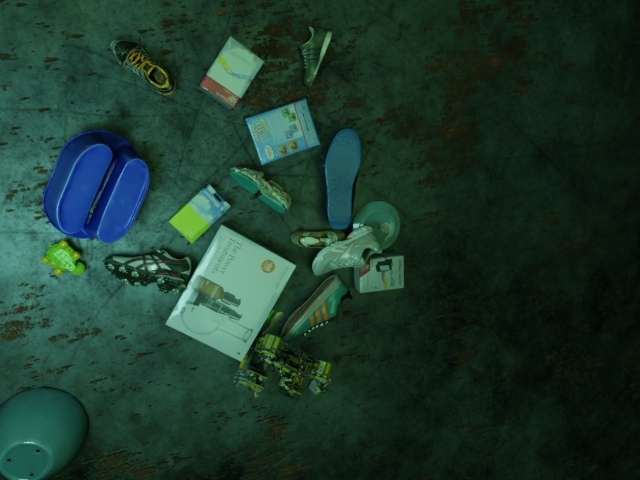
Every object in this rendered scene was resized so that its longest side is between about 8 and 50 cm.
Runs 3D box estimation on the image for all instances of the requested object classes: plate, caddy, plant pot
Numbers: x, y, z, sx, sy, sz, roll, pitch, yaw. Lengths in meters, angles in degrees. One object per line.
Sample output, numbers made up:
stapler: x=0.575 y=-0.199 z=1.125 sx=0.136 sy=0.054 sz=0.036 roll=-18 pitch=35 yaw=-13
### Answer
plate: x=0.210 y=-0.051 z=1.880 sx=0.188 sy=0.024 sz=0.188 roll=-3 pitch=101 yaw=-15
caddy: x=-0.664 y=-0.155 z=1.527 sx=0.241 sy=0.179 sz=0.341 roll=22 pitch=94 yaw=-43
plant pot: x=-0.895 y=0.637 z=1.604 sx=0.290 sy=0.195 sz=0.290 roll=-3 pitch=102 yaw=-15

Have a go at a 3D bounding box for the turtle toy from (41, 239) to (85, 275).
turtle toy: x=-0.786 y=0.059 z=1.588 sx=0.095 sy=0.066 sz=0.130 roll=-42 pitch=110 yaw=-5

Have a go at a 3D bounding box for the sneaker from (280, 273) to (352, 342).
sneaker: x=-0.008 y=0.267 z=1.835 sx=0.302 sy=0.108 sz=0.121 roll=-45 pitch=105 yaw=-5

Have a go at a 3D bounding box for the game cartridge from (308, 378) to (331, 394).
game cartridge: x=-0.004 y=0.537 z=1.940 sx=0.083 sy=0.017 sz=0.056 roll=-42 pitch=113 yaw=-5

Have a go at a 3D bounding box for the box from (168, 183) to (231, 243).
box: x=-0.395 y=-0.089 z=1.684 sx=0.178 sy=0.042 sz=0.109 roll=-44 pitch=110 yaw=-4

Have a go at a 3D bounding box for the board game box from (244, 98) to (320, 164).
board game box: x=-0.125 y=-0.361 z=1.711 sx=0.212 sy=0.039 sz=0.160 roll=-22 pitch=106 yaw=-12

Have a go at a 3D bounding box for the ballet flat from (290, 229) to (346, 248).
ballet flat: x=0.000 y=0.000 z=1.805 sx=0.206 sy=0.067 sz=0.073 roll=-3 pitch=101 yaw=-16

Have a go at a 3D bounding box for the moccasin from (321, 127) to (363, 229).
moccasin: x=0.058 y=-0.213 z=1.759 sx=0.138 sy=0.117 sz=0.342 roll=9 pitch=103 yaw=-5

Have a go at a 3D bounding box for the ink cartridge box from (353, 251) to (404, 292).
ink cartridge box: x=0.215 y=0.115 z=1.888 sx=0.175 sy=0.072 sz=0.127 roll=-6 pitch=102 yaw=-15

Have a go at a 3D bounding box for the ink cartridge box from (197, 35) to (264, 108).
ink cartridge box: x=-0.278 y=-0.513 z=1.588 sx=0.127 sy=0.128 sz=0.176 roll=32 pitch=91 yaw=-20

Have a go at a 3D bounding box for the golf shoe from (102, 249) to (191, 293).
golf shoe: x=-0.554 y=0.087 z=1.656 sx=0.273 sy=0.105 sz=0.120 roll=15 pitch=53 yaw=-3

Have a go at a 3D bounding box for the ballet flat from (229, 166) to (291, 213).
ballet flat: x=-0.195 y=-0.181 z=1.716 sx=0.241 sy=0.091 sz=0.077 roll=38 pitch=59 yaw=-24

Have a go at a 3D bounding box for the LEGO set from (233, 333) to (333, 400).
LEGO set: x=-0.136 y=0.467 z=1.759 sx=0.331 sy=0.255 sz=0.192 roll=36 pitch=62 yaw=-31

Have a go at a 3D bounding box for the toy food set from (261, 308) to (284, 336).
toy food set: x=-0.230 y=0.250 z=1.803 sx=0.192 sy=0.038 sz=0.132 roll=41 pitch=88 yaw=-19

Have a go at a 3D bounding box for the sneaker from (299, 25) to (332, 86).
sneaker: x=-0.034 y=-0.608 z=1.680 sx=0.086 sy=0.064 sz=0.192 roll=21 pitch=94 yaw=-12

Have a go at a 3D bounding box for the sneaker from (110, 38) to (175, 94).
sneaker: x=-0.527 y=-0.525 z=1.538 sx=0.215 sy=0.083 sz=0.084 roll=35 pitch=91 yaw=-18

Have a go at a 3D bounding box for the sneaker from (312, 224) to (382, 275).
sneaker: x=0.094 y=0.058 z=1.791 sx=0.262 sy=0.121 sz=0.099 roll=-34 pitch=151 yaw=1

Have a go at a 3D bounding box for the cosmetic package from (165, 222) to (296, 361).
cosmetic package: x=-0.297 y=0.172 z=1.721 sx=0.284 sy=0.097 sz=0.377 roll=29 pitch=92 yaw=-13
